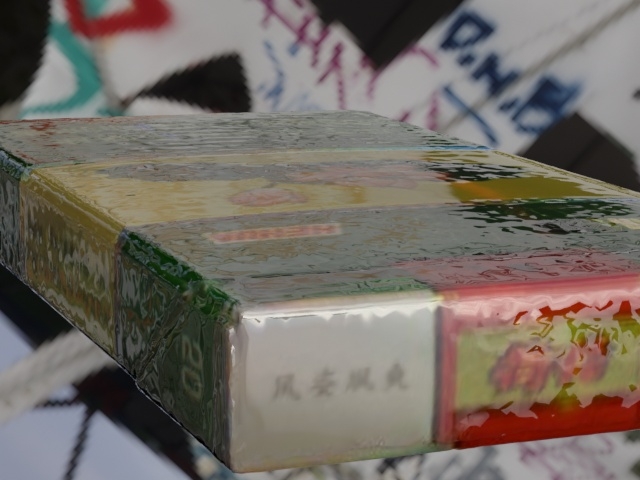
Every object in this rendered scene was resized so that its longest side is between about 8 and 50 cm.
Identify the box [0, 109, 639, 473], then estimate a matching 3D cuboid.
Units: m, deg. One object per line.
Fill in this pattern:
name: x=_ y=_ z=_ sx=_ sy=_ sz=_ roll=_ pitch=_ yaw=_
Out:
box: x=0.000 y=0.000 z=0.431 sx=0.235 sy=0.132 sz=0.034 roll=-155 pitch=-116 yaw=-64
